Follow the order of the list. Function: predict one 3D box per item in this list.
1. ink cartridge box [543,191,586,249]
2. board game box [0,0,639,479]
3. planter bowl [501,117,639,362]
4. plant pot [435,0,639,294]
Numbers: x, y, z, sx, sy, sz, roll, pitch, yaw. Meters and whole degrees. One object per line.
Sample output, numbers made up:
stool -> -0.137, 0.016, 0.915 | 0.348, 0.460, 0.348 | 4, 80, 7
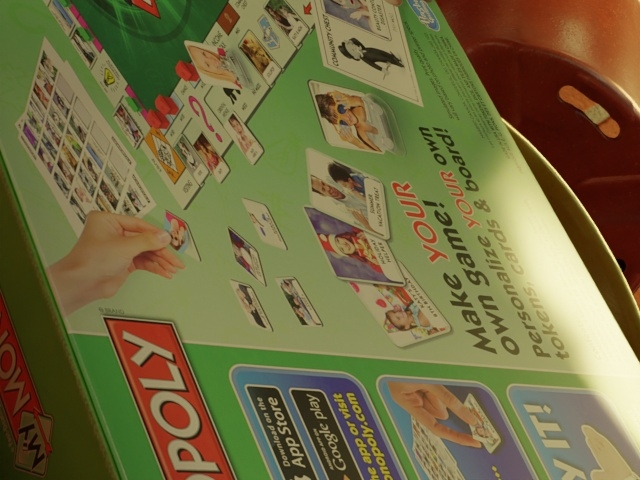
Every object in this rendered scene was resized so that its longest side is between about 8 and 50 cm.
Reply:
ink cartridge box -> -0.018, -0.108, 0.880 | 0.332, 0.065, 0.165 | 42, 10, -6
board game box -> -0.001, 0.023, 0.525 | 0.213, 0.046, 0.317 | 7, 45, -39
planter bowl -> 0.041, 0.051, 0.744 | 0.217, 0.090, 0.217 | 32, 43, -35
plant pot -> 0.120, -0.071, 1.237 | 0.272, 0.272, 0.265 | 56, 16, -17
